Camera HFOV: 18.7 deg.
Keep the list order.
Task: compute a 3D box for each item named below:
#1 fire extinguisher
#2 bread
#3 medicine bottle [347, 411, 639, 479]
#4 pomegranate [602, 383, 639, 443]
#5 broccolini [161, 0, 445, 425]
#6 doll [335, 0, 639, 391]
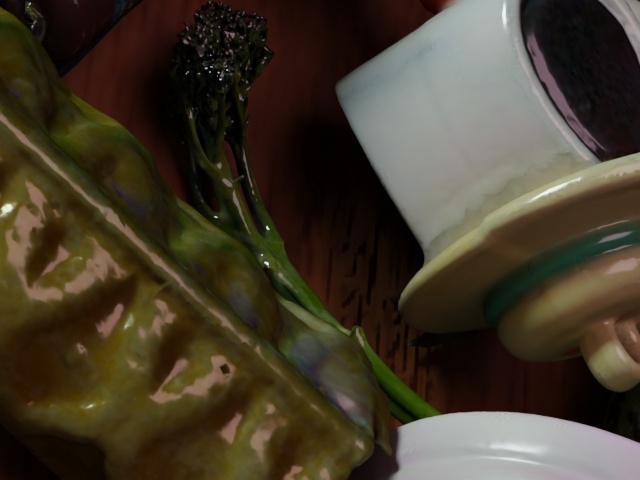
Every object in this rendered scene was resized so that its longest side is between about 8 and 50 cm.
[{"bbox_3d":[-0.080,-0.092,0.673,0.039,0.056,0.132,16,33,15],"label":"fire extinguisher"},{"bbox_3d":[-0.094,-0.004,0.601,0.269,0.087,0.098,45,77,-16],"label":"bread"},{"bbox_3d":[0.045,0.196,0.590,0.152,0.152,0.254,38,52,-22],"label":"medicine bottle"},{"bbox_3d":[0.165,0.062,0.791,0.138,0.163,0.125,-9,118,-46],"label":"pomegranate"},{"bbox_3d":[-0.006,0.003,0.697,0.194,0.052,0.054,59,30,5],"label":"broccolini"},{"bbox_3d":[0.038,-0.084,0.735,0.271,0.144,0.208,46,28,-20],"label":"doll"}]
